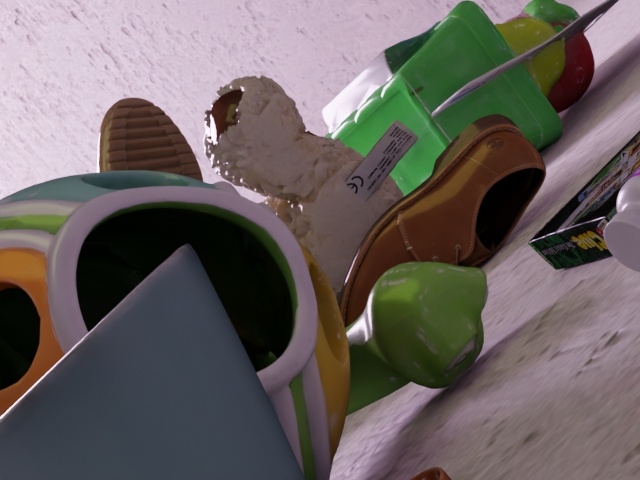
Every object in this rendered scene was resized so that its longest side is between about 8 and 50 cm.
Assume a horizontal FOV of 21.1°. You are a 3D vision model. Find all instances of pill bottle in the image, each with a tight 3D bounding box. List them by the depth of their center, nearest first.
[{"bbox_3d":[0.166,-0.023,0.799,0.083,0.043,0.043,-45,3,-29],"label":"pill bottle"}]

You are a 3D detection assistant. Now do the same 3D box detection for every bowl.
[{"bbox_3d":[-0.108,0.165,0.641,0.311,0.163,0.311,-43,2,2],"label":"bowl"}]

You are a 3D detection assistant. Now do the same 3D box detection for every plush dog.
[{"bbox_3d":[0.000,0.000,1.459,0.210,0.262,0.225,1,-2,-6],"label":"plush dog"}]

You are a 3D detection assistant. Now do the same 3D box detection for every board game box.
[{"bbox_3d":[0.233,-0.085,0.974,0.259,0.030,0.136,-44,1,-12],"label":"board game box"}]

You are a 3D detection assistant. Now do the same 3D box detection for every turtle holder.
[{"bbox_3d":[-0.075,0.084,0.917,0.227,0.320,0.243,130,156,-52],"label":"turtle holder"}]

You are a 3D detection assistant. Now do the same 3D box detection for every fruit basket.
[{"bbox_3d":[0.163,-0.157,1.689,0.353,0.165,0.327,-41,1,-35],"label":"fruit basket"}]

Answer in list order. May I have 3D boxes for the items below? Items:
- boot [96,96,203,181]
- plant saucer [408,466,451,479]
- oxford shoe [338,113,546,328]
[{"bbox_3d":[-0.167,0.032,1.402,0.090,0.248,0.207,1,-27,-32],"label":"boot"},{"bbox_3d":[0.027,0.133,0.754,0.083,0.013,0.083,-44,3,2],"label":"plant saucer"},{"bbox_3d":[0.089,0.005,1.298,0.212,0.076,0.076,-53,41,13],"label":"oxford shoe"}]
